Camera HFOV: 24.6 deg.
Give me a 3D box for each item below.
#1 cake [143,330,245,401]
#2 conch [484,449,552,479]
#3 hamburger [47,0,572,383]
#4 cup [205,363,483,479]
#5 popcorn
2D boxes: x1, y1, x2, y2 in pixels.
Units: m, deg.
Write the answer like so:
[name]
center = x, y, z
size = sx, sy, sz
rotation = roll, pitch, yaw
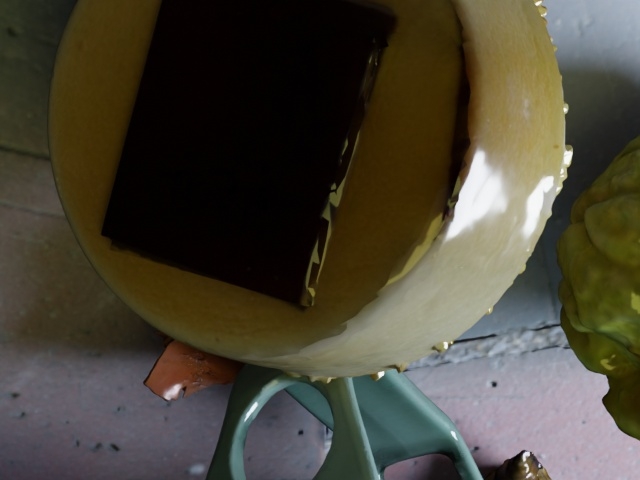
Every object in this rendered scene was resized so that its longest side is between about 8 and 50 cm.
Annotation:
[cake]
center = -0.001, -0.004, 0.967
size = 0.135, 0.098, 0.287
rotation = 27, 113, -30
[conch]
center = 0.148, 0.256, 1.170
size = 0.086, 0.080, 0.233
rotation = 9, 116, -13
[hamburger]
center = -0.007, -0.067, 0.820
size = 0.302, 0.302, 0.170
rotation = -54, 162, 15
[cup]
center = 0.080, 0.272, 0.918
size = 0.310, 0.392, 0.401
rotation = 12, 89, 21
[popcorn]
center = 0.282, 0.037, 1.023
size = 0.237, 0.206, 0.252
rotation = -33, 142, -17
